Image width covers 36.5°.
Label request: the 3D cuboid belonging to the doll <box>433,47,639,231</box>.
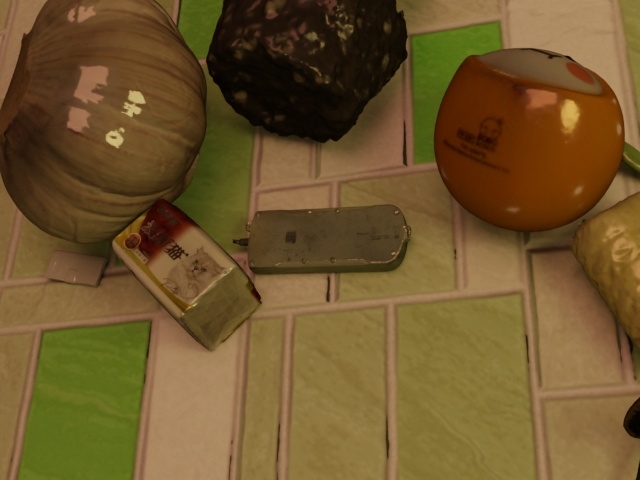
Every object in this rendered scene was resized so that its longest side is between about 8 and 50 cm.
[{"bbox_3d":[0.248,-0.111,1.078,0.213,0.236,0.214,6,98,49],"label":"doll"}]

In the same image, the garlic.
[{"bbox_3d":[-0.261,-0.151,1.205,0.317,0.259,0.318,-29,50,41],"label":"garlic"}]

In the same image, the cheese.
[{"bbox_3d":[0.348,0.040,0.998,0.123,0.094,0.167,-26,61,-8],"label":"cheese"}]

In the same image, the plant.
[{"bbox_3d":[0.006,-0.295,1.228,0.215,0.213,0.312,18,71,29],"label":"plant"}]

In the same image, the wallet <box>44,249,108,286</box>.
[{"bbox_3d":[-0.320,0.036,1.270,0.083,0.011,0.044,7,65,21],"label":"wallet"}]

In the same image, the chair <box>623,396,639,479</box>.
[{"bbox_3d":[0.368,0.167,0.874,0.172,0.159,0.247,7,60,-2],"label":"chair"}]

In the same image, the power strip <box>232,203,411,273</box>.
[{"bbox_3d":[0.000,0.000,1.173,0.226,0.029,0.080,-2,63,17],"label":"power strip"}]

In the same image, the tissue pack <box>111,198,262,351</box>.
[{"bbox_3d":[-0.158,0.039,1.157,0.099,0.106,0.148,-43,58,-9],"label":"tissue pack"}]
